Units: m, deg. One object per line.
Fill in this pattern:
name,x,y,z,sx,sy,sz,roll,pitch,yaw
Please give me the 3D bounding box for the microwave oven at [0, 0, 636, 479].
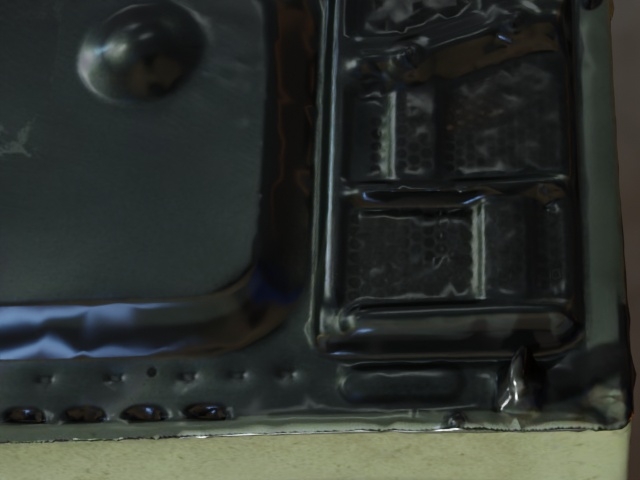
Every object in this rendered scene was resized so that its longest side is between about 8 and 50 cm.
microwave oven,-0.082,0.034,0.779,0.394,0.247,0.333,-2,147,6
